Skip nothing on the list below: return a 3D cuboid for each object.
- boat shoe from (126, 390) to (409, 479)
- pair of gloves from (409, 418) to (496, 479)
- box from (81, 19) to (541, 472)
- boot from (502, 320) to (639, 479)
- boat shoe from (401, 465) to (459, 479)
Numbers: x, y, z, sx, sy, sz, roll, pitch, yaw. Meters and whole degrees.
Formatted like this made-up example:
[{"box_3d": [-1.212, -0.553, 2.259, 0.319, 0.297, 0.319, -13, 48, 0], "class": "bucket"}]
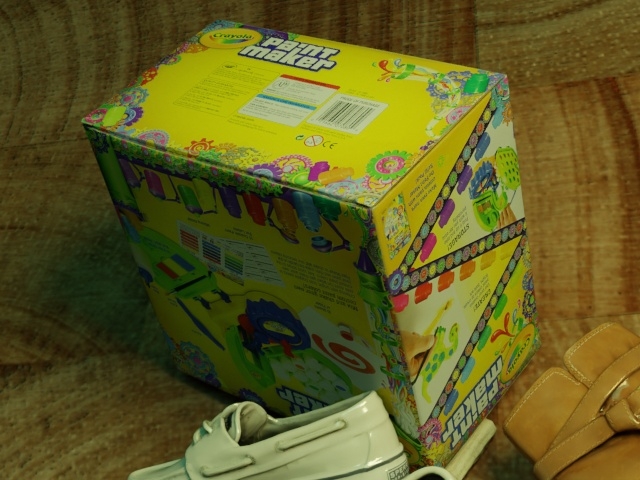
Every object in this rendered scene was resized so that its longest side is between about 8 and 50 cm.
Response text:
[{"box_3d": [-0.056, 0.168, 0.960, 0.258, 0.084, 0.095, -14, 6, 22], "class": "boat shoe"}, {"box_3d": [0.118, 0.227, 0.928, 0.240, 0.042, 0.204, 26, 57, 34], "class": "pair of gloves"}, {"box_3d": [0.000, 0.000, 0.995, 0.290, 0.279, 0.177, 18, 47, 35], "class": "box"}, {"box_3d": [0.294, 0.128, 0.893, 0.283, 0.109, 0.220, -39, 43, -7], "class": "boot"}, {"box_3d": [0.013, 0.268, 0.846, 0.267, 0.088, 0.096, -43, 57, -12], "class": "boat shoe"}]
